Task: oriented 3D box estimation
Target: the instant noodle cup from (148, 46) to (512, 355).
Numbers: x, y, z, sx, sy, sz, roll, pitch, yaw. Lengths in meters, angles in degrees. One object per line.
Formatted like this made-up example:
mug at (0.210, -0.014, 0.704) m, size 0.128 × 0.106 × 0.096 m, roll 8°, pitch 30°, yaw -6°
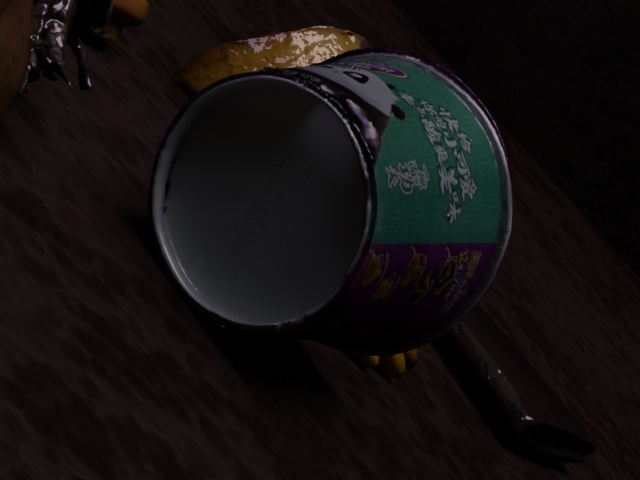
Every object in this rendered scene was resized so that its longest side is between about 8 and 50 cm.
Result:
instant noodle cup at (-0.002, -0.030, 1.502) m, size 0.251 × 0.251 × 0.190 m, roll 53°, pitch 22°, yaw 18°

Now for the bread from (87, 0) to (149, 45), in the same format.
bread at (-0.190, -0.266, 1.750) m, size 0.084 × 0.177 × 0.119 m, roll 11°, pitch -7°, yaw 38°

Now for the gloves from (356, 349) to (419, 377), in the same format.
gloves at (-0.001, 0.001, 1.742) m, size 0.294 × 0.116 × 0.133 m, roll 55°, pitch 39°, yaw -11°

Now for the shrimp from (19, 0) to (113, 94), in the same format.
shrimp at (-0.234, -0.224, 1.489) m, size 0.221 × 0.166 × 0.410 m, roll 5°, pitch 17°, yaw -21°

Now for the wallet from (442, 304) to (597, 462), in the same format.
wallet at (0.180, 0.128, 2.018) m, size 0.229 × 0.049 × 0.182 m, roll 54°, pitch 14°, yaw 30°

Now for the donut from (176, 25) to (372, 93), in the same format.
donut at (0.008, -0.118, 1.964) m, size 0.295 × 0.151 × 0.112 m, roll 30°, pitch 32°, yaw -55°

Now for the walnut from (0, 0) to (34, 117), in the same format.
walnut at (-0.282, -0.172, 0.879) m, size 0.344 × 0.306 × 0.306 m, roll 43°, pitch 12°, yaw -51°
